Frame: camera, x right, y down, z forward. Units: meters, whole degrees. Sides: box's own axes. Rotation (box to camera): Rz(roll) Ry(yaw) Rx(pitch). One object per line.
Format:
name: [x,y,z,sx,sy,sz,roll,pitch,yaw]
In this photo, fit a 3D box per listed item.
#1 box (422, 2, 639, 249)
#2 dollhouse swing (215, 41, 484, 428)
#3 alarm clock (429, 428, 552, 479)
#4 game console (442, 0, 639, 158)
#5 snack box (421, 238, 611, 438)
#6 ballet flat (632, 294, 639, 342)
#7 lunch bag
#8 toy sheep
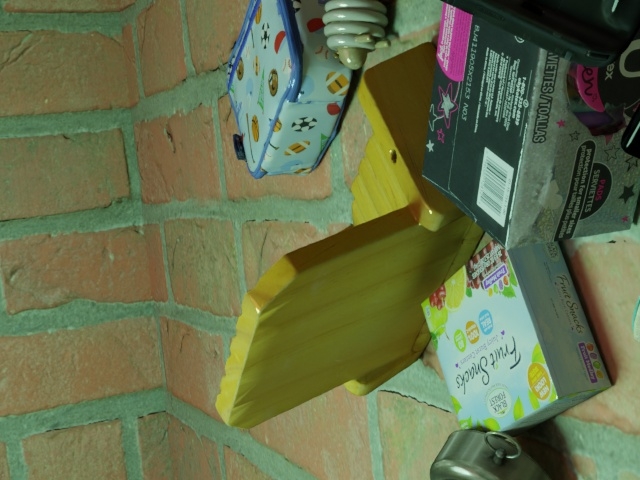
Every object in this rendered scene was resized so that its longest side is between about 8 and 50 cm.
box: [0.200,-0.141,0.980,0.163,0.142,0.247,-131,39,-52]
dollhouse swing: [0.000,0.000,1.300,0.347,0.305,0.315,108,147,-48]
alarm clock: [0.178,0.249,1.164,0.129,0.064,0.192,27,145,20]
game console: [0.210,-0.170,0.772,0.044,0.361,0.213,-56,-10,-43]
snack box: [0.195,0.105,1.162,0.207,0.070,0.174,128,130,-62]
ballet flat: [0.298,0.029,0.910,0.052,0.057,0.168,43,137,43]
lunch bag: [-0.056,-0.242,1.615,0.303,0.115,0.243,123,137,-56]
toy sheep: [0.045,-0.279,1.395,0.091,0.091,0.132,177,99,-68]
